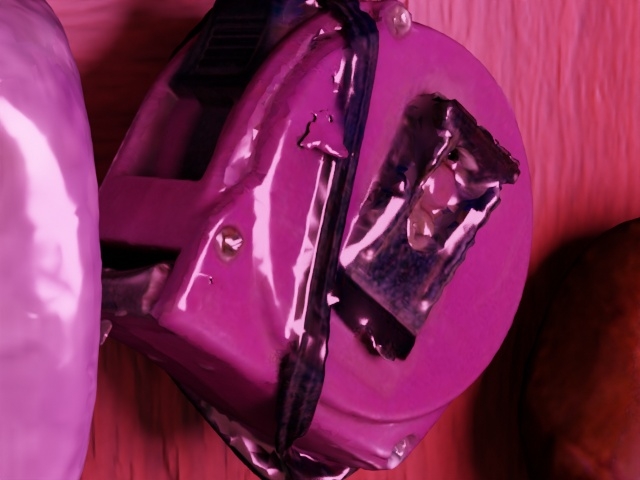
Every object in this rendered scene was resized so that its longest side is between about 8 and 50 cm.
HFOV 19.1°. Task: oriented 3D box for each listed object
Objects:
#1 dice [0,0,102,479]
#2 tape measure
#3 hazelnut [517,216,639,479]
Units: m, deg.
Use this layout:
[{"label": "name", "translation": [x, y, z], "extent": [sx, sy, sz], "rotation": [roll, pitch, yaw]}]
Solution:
[{"label": "dice", "translation": [-0.256, 0.012, 0.839], "extent": [0.270, 0.270, 0.271], "rotation": [-1, 102, -23]}, {"label": "tape measure", "translation": [0.000, 0.000, 0.979], "extent": [0.231, 0.149, 0.245], "rotation": [36, 69, -39]}, {"label": "hazelnut", "translation": [0.222, 0.084, 1.110], "extent": [0.234, 0.218, 0.218], "rotation": [-31, 112, 6]}]
